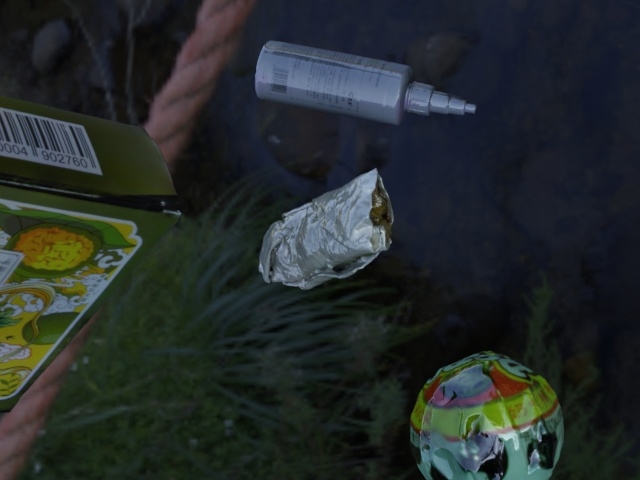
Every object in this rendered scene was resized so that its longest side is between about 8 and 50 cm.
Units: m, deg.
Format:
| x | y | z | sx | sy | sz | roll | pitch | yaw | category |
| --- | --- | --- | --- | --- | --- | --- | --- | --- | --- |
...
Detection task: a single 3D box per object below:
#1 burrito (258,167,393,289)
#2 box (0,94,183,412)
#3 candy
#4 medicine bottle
| x | y | z | sx | sy | sz | roll | pitch | yaw | category |
| --- | --- | --- | --- | --- | --- | --- | --- | --- | --- |
| 0.000 | 0.000 | 1.523 | 0.392 | 0.076 | 0.117 | 156 | 118 | -67 | burrito |
| -0.415 | 0.021 | 1.254 | 0.420 | 0.373 | 0.138 | -45 | 54 | 31 | box |
| 0.111 | 0.219 | 0.722 | 0.091 | 0.083 | 0.305 | 0 | 100 | 36 | candy |
| 0.043 | -0.137 | 1.058 | 0.199 | 0.057 | 0.058 | 11 | 100 | 11 | medicine bottle |
